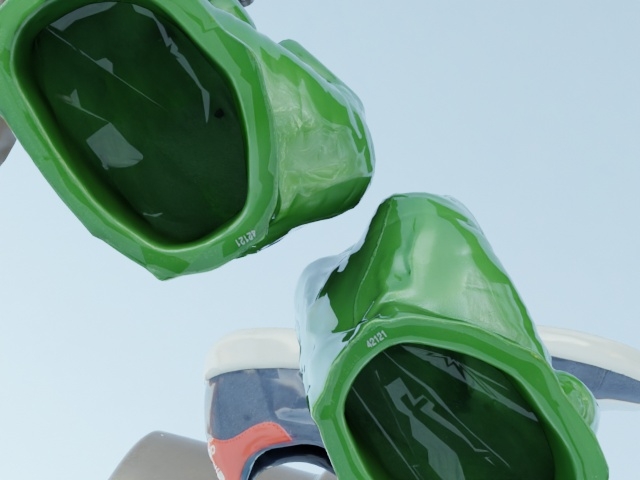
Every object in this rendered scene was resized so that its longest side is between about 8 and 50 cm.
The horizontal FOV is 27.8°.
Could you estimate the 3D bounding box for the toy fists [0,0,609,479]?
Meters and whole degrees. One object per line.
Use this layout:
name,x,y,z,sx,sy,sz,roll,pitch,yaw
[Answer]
toy fists,0.000,0.000,0.467,0.096,0.142,0.279,-44,-83,3

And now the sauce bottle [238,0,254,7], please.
sauce bottle,-0.081,-0.266,1.167,0.042,0.042,0.128,6,-40,15

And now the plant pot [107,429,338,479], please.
plant pot,-0.104,0.305,1.253,0.229,0.263,0.263,27,-43,9

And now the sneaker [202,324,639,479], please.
sneaker,0.084,0.149,0.982,0.350,0.148,0.131,-2,-21,5

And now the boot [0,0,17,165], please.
boot,-0.178,-0.180,0.590,0.112,0.305,0.115,-7,-24,26
